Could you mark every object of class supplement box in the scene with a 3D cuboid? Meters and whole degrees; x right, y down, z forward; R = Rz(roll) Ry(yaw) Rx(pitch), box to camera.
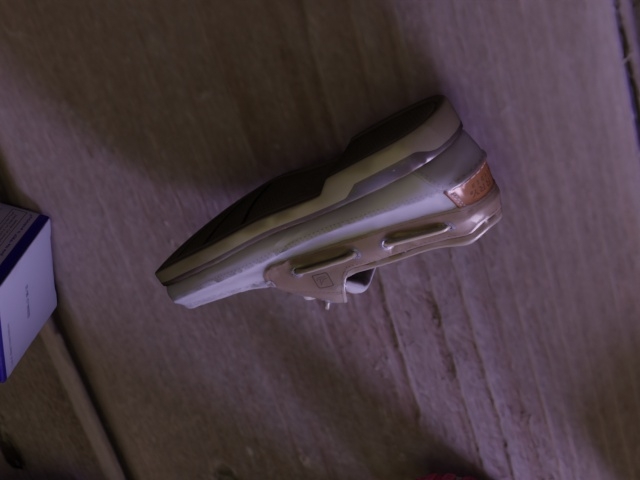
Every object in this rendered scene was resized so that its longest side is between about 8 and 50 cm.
[{"bbox_3d":[-0.355,0.023,1.450,0.220,0.114,0.111,15,133,12],"label":"supplement box"}]

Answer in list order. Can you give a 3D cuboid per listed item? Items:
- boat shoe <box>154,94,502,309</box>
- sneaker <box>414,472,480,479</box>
[{"bbox_3d":[0.000,0.000,1.258,0.302,0.113,0.103,-25,108,37],"label":"boat shoe"},{"bbox_3d":[0.163,0.327,1.448,0.299,0.121,0.112,46,134,-15],"label":"sneaker"}]
